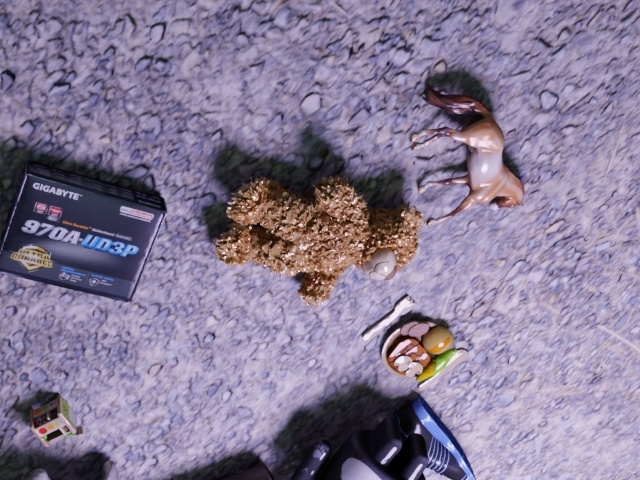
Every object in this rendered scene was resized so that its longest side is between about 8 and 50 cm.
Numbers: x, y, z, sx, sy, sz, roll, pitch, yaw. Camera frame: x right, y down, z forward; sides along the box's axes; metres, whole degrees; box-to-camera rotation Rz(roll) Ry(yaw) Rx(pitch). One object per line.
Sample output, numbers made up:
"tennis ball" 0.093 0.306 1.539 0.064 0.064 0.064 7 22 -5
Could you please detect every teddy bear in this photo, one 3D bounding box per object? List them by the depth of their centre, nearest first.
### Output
"teddy bear" 0.000 0.000 1.691 0.338 0.113 0.245 25 113 -26

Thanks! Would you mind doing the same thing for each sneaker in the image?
"sneaker" 0.207 0.392 1.999 0.090 0.081 0.232 -33 116 9

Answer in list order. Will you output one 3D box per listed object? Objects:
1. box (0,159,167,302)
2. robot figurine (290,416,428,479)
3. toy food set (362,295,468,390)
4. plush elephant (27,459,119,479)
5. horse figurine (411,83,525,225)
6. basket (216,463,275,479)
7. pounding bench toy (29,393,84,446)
"box" -0.366 -0.010 1.623 0.220 0.051 0.175 16 115 -22
"robot figurine" 0.077 0.449 1.895 0.278 0.209 0.173 -55 151 15
"toy food set" 0.173 0.196 1.892 0.132 0.038 0.192 -41 121 11
"plush elephant" -0.449 0.493 1.783 0.330 0.272 0.255 33 98 -26
"horse figurine" 0.236 -0.131 1.701 0.174 0.066 0.263 -14 125 1
"basket" -0.170 0.515 1.923 0.227 0.204 0.154 -28 165 -5
"pounding bench toy" -0.445 0.315 1.795 0.065 0.052 0.083 -27 123 2
